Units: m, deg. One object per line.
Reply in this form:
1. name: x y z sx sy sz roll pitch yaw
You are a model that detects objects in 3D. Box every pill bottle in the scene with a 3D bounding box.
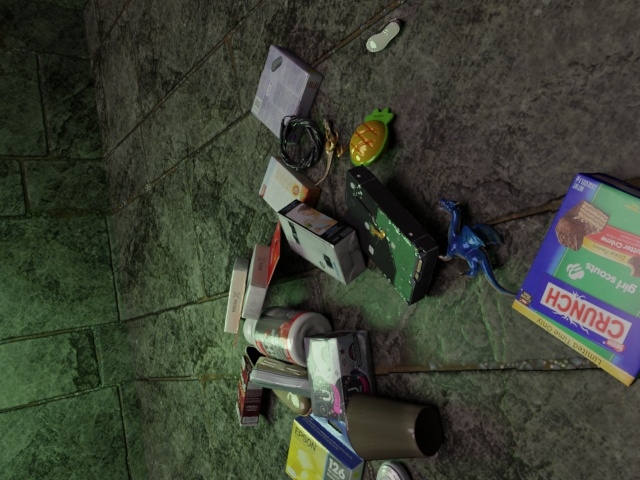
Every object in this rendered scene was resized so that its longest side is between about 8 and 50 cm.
1. pill bottle: -0.122 0.315 1.809 0.319 0.176 0.176 0 94 50

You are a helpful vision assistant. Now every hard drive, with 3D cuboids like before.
1. hard drive: 0.178 -0.017 1.441 0.339 0.064 0.236 53 158 34

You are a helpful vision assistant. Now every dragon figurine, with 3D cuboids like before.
1. dragon figurine: 0.372 0.009 1.271 0.289 0.085 0.144 45 126 39

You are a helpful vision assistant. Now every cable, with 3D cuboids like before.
1. cable: -0.066 -0.314 1.748 0.151 0.047 0.184 12 114 12

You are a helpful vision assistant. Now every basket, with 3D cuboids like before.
1. basket: 0.206 0.518 1.470 0.227 0.154 0.204 -17 97 45

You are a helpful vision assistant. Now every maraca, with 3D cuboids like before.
1. maraca: 0.145 -0.293 1.505 0.127 0.099 0.185 10 76 47

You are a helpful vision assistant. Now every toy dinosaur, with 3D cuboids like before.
1. toy dinosaur: 0.036 -0.277 1.670 0.112 0.064 0.211 176 99 -68

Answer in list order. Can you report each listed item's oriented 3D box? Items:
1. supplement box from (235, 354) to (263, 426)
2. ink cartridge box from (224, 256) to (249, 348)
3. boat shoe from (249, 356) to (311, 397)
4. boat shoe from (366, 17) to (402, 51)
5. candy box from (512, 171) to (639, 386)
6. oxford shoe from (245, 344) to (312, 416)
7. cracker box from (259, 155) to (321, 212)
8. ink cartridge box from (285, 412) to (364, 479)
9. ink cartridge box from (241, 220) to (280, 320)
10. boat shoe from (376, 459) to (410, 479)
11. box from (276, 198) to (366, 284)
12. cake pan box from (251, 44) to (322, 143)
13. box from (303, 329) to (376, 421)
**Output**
1. supplement box: -0.272 0.579 2.061 0.130 0.073 0.239 -134 51 -65
2. ink cartridge box: -0.324 0.234 2.036 0.239 0.060 0.275 -98 18 -70
3. boat shoe: -0.086 0.453 1.773 0.109 0.303 0.094 81 -158 -57
4. boat shoe: 0.178 -0.571 1.479 0.046 0.038 0.125 41 144 -13
5. candy box: 0.562 0.064 1.026 0.268 0.122 0.317 38 122 40
6. oxford shoe: -0.154 0.491 1.880 0.348 0.130 0.123 37 101 41
7. cracker box: -0.108 -0.168 1.831 0.232 0.067 0.155 46 125 36
8. ink cartridge box: 0.012 0.727 1.779 0.304 0.072 0.307 25 115 47
9. ink cartridge box: -0.204 0.088 1.854 0.296 0.066 0.261 -96 22 -63
10. boat shoe: 0.173 0.826 1.528 0.136 0.157 0.366 11 103 48
11. box: 0.000 0.000 1.648 0.290 0.087 0.169 32 151 44
12. cake pan box: -0.125 -0.492 1.819 0.245 0.070 0.266 48 127 38
13. box: 0.061 0.408 1.631 0.163 0.142 0.247 -11 86 50
